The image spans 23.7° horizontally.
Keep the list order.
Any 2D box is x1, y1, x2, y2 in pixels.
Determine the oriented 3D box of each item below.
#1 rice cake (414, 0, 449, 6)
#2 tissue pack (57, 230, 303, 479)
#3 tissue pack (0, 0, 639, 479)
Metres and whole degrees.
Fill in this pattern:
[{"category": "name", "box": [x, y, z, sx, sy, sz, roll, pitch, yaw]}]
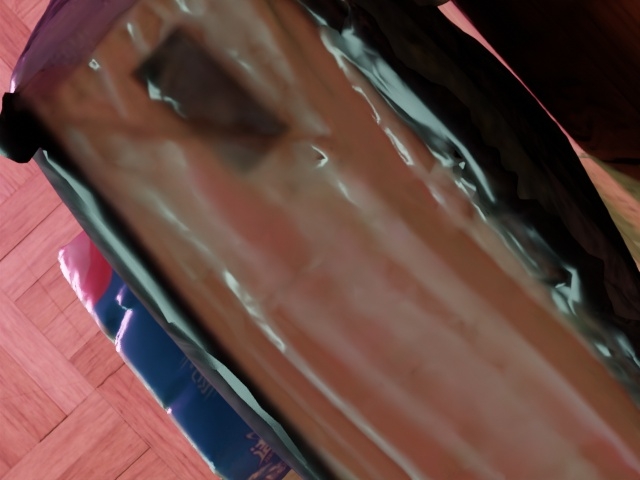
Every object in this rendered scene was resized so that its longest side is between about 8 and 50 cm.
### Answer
[{"category": "rice cake", "box": [-0.022, -0.138, 0.328, 0.245, 0.045, 0.042, 44, -174, -43]}, {"category": "tissue pack", "box": [0.000, 0.000, 0.939, 0.209, 0.269, 0.137, 50, -174, 23]}, {"category": "tissue pack", "box": [0.016, -0.035, 0.567, 0.259, 0.122, 0.361, 49, -167, -17]}]
